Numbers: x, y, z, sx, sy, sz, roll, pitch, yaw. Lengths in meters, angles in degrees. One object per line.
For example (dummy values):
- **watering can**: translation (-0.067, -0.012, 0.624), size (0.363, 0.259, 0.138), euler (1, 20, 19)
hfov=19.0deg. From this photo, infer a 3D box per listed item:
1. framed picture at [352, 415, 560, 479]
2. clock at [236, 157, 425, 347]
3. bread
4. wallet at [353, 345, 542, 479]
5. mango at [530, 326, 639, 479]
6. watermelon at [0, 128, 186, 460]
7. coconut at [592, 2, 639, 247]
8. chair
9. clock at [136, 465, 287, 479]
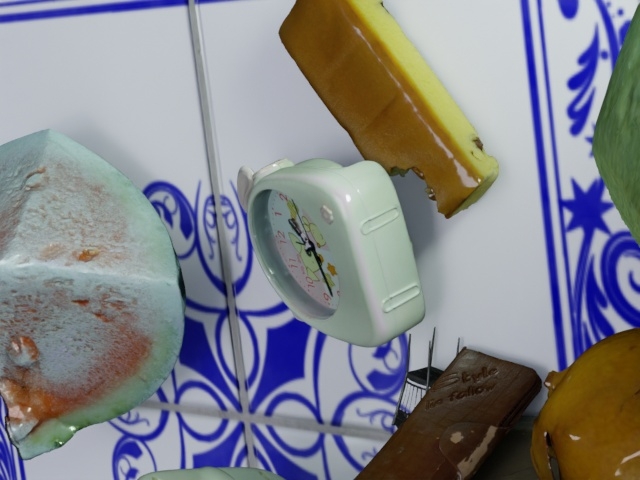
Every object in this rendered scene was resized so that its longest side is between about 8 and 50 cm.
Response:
- **framed picture**: translation (0.118, 0.201, 1.428), size (0.289, 0.211, 0.020), euler (-4, 123, 47)
- **clock**: translation (0.000, 0.000, 1.576), size (0.191, 0.062, 0.151), euler (16, 128, 53)
- **bread**: translation (0.054, -0.111, 1.520), size (0.226, 0.049, 0.088), euler (56, 135, 18)
- **wallet**: translation (0.091, 0.154, 1.472), size (0.095, 0.176, 0.026), euler (14, 142, 47)
- **mango**: translation (0.278, 0.147, 1.238), size (0.287, 0.152, 0.201), euler (18, 128, 21)
- **watermelon**: translation (-0.244, 0.056, 1.765), size (0.289, 0.213, 0.320), euler (4, 92, 45)
- **coconut**: translation (0.330, -0.063, 1.083), size (0.328, 0.281, 0.328), euler (-11, 60, 19)
- **chair**: translation (0.087, 0.116, 1.552), size (0.037, 0.042, 0.086), euler (22, 107, 45)
- **clock**: translation (-0.018, 0.322, 1.580), size (0.324, 0.265, 0.109), euler (41, 103, 24)
